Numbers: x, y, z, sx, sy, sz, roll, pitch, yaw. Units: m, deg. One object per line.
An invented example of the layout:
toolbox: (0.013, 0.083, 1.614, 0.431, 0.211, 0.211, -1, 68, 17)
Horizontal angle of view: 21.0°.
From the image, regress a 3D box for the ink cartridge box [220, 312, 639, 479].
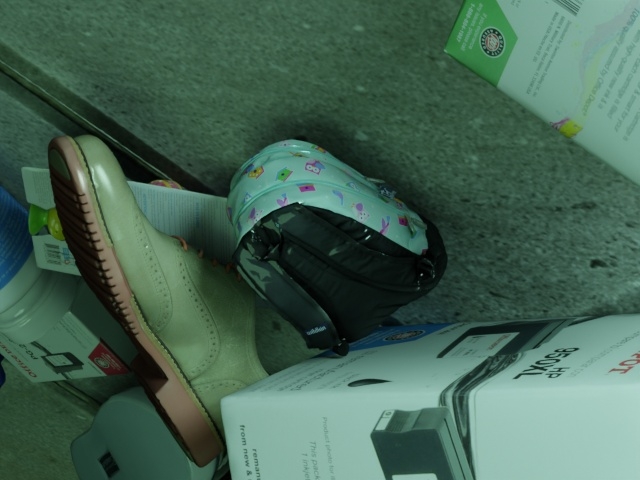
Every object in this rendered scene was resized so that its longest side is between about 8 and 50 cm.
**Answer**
ink cartridge box: (0.161, 0.169, 1.459, 0.395, 0.285, 0.166, -5, 98, 32)

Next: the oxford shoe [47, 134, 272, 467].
oxford shoe: (-0.135, 0.036, 1.546, 0.123, 0.130, 0.348, 42, 158, 56)

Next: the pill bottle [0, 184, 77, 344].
pill bottle: (-0.340, 0.000, 1.661, 0.124, 0.124, 0.221, -14, 132, 40)

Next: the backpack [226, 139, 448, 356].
backpack: (0.000, 0.000, 1.472, 0.182, 0.115, 0.152, 31, 117, -36)

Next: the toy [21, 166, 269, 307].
toy: (-0.150, -0.016, 1.591, 0.237, 0.056, 0.137, 7, 137, 5)

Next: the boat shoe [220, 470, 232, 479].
boat shoe: (-0.045, 0.266, 1.797, 0.335, 0.119, 0.121, -16, 110, 32)

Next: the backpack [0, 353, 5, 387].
backpack: (-0.400, 0.112, 1.866, 0.098, 0.101, 0.120, 7, 139, 18)

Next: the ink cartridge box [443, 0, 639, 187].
ink cartridge box: (0.208, -0.137, 1.136, 0.212, 0.093, 0.154, 38, 138, 15)

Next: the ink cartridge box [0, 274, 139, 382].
ink cartridge box: (-0.272, 0.091, 1.800, 0.150, 0.063, 0.109, -9, 135, 36)

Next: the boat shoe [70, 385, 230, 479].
boat shoe: (-0.145, 0.208, 1.823, 0.136, 0.156, 0.367, 61, 155, 5)
